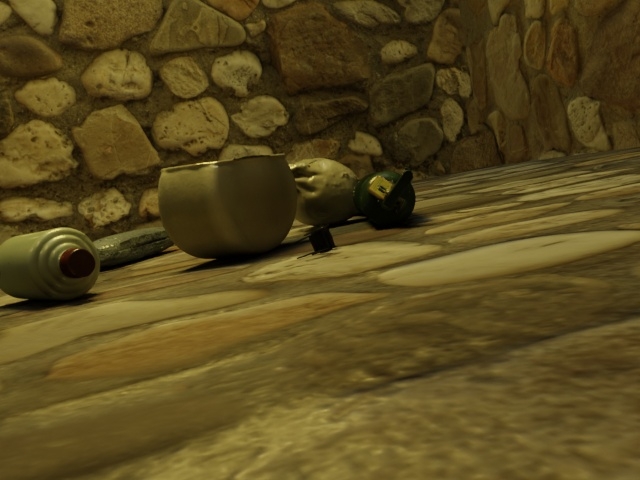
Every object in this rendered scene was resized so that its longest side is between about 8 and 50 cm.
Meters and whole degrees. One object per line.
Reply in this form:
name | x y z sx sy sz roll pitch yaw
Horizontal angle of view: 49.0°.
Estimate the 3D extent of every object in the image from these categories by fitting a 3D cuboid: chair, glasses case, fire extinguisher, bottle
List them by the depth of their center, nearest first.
chair | 0.002 -0.001 0.983 0.042 0.037 0.086 -22 0 43
bottle | -0.396 0.036 1.027 0.104 0.104 0.245 -15 6 -39
fire extinguisher | 0.116 -0.082 1.255 0.095 0.114 0.311 34 6 -3
glasses case | -0.415 0.013 1.521 0.109 0.067 0.282 -12 6 22

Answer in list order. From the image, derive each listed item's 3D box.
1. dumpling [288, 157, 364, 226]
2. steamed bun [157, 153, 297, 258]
dumpling | 0.002 -0.090 1.476 0.247 0.142 0.172 22 -13 -13
steamed bun | -0.143 -0.055 1.162 0.146 0.164 0.242 -6 5 28
